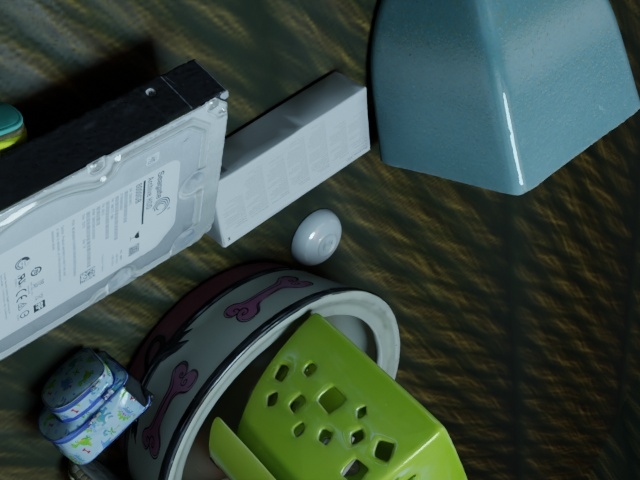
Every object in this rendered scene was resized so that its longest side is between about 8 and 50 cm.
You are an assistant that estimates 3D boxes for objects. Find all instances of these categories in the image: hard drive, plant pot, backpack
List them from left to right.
[{"bbox_3d":[-0.242,-0.013,1.034,0.339,0.064,0.237,-34,157,-31],"label":"hard drive"},{"bbox_3d":[-0.263,0.183,1.193,0.114,0.105,0.084,-48,123,-10],"label":"backpack"},{"bbox_3d":[0.016,0.260,1.231,0.207,0.227,0.228,-40,144,-13],"label":"plant pot"},{"bbox_3d":[0.207,-0.239,1.307,0.247,0.248,0.252,-35,123,-28],"label":"plant pot"}]

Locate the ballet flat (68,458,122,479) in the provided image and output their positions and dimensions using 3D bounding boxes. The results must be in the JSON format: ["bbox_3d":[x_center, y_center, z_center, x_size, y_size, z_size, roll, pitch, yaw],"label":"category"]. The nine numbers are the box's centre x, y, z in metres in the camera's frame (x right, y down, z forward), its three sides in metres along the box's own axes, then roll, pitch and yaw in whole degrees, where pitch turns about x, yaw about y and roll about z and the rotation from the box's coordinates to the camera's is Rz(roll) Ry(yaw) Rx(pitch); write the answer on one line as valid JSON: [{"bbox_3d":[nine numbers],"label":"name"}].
[{"bbox_3d":[-0.238,0.357,1.328,0.058,0.084,0.250,-38,119,-1],"label":"ballet flat"}]

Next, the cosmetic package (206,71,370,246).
[{"bbox_3d":[-0.047,-0.099,1.257,0.239,0.060,0.099,-35,139,-27],"label":"cosmetic package"}]

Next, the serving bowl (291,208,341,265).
[{"bbox_3d":[0.000,0.000,1.425,0.083,0.027,0.083,-32,139,-32],"label":"serving bowl"}]

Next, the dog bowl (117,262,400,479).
[{"bbox_3d":[-0.087,0.207,1.384,0.408,0.150,0.408,-31,138,-33],"label":"dog bowl"}]

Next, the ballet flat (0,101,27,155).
[{"bbox_3d":[-0.355,-0.065,0.903,0.231,0.077,0.077,-16,143,-45],"label":"ballet flat"}]
